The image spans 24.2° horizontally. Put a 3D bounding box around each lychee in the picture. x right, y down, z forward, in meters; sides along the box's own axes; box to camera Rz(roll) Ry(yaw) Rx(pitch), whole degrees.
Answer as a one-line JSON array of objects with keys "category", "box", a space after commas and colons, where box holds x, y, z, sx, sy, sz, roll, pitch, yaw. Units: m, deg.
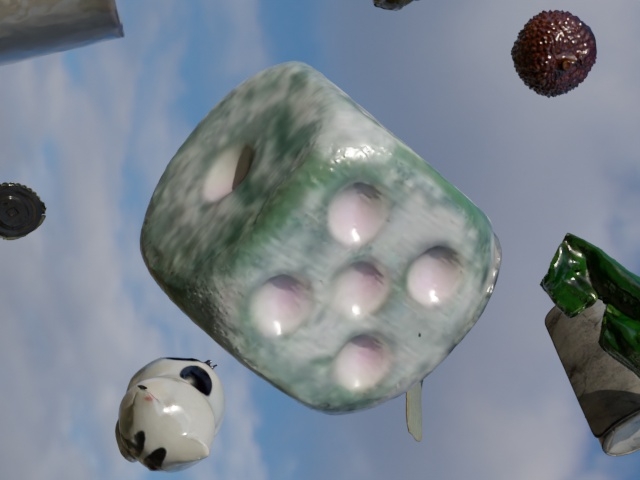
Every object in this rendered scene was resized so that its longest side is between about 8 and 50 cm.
[{"category": "lychee", "box": [0.327, -0.263, 2.091, 0.129, 0.123, 0.123, -66, 154, -81]}]

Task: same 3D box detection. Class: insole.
[{"category": "insole", "box": [0.130, 0.192, 2.052, 0.004, 0.064, 0.188, -17, -133, 24]}]

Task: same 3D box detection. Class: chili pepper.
[{"category": "chili pepper", "box": [0.381, 0.093, 1.854, 0.253, 0.099, 0.083, 45, -14, 21]}]

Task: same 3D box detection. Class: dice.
[{"category": "dice", "box": [0.000, 0.000, 1.894, 0.330, 0.348, 0.328, -51, -150, 5]}]

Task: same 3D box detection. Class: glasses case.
[{"category": "glasses case", "box": [0.394, 0.171, 2.044, 0.060, 0.114, 0.299, 52, 12, -27]}]

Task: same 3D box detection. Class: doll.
[{"category": "doll", "box": [-0.156, 0.182, 1.556, 0.107, 0.110, 0.181, -52, -176, 12]}]

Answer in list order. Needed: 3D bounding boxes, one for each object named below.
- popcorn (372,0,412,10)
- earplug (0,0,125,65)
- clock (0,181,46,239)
[{"category": "popcorn", "box": [0.069, -0.288, 1.172, 0.190, 0.250, 0.250, -51, -146, 0]}, {"category": "earplug", "box": [-0.480, -0.360, 1.931, 0.312, 0.394, 0.313, 163, -90, -84]}, {"category": "clock", "box": [-0.360, -0.035, 1.736, 0.083, 0.074, 0.010, 55, 5, -42]}]
